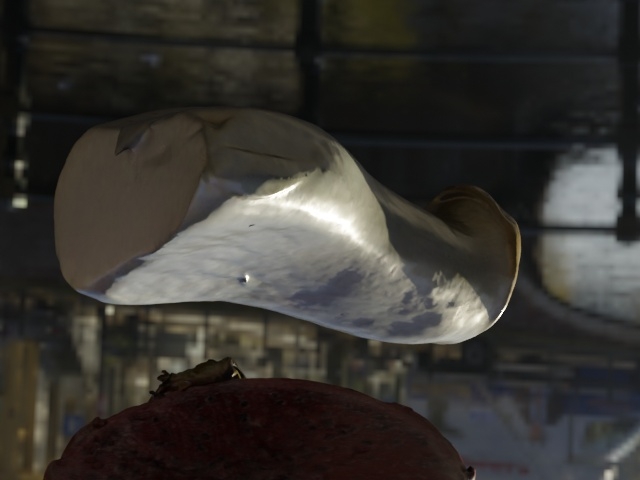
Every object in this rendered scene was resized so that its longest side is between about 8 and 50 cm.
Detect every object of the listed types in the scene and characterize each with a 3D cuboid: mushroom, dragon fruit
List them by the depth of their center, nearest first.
[{"bbox_3d":[-0.029,0.171,0.755,0.211,0.147,0.282,-3,-154,-15],"label":"dragon fruit"},{"bbox_3d":[0.000,0.000,0.976,0.159,0.122,0.329,22,-175,43],"label":"mushroom"}]
